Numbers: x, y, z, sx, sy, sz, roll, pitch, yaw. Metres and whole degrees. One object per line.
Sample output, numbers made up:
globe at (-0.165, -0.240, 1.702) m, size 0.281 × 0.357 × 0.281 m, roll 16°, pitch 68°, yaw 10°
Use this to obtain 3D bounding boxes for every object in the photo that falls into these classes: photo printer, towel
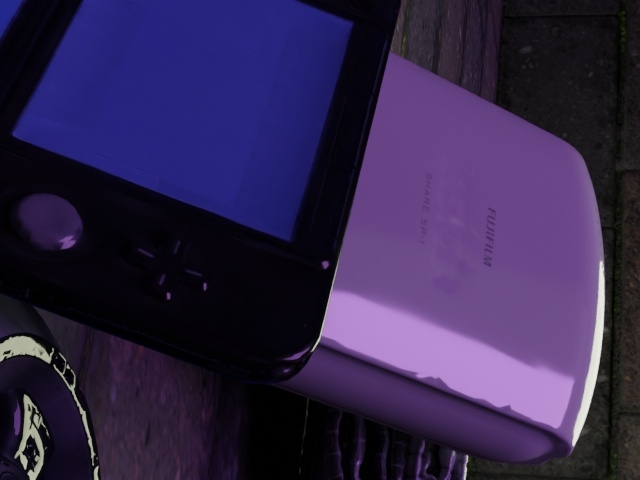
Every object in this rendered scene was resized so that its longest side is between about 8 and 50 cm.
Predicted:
photo printer at (0.074, 0.011, 1.004) m, size 0.107 × 0.307 × 0.256 m, roll -29°, pitch -135°, yaw 50°
towel at (0.053, 0.113, 1.180) m, size 0.235 × 0.121 × 0.284 m, roll 103°, pitch -5°, yaw -67°

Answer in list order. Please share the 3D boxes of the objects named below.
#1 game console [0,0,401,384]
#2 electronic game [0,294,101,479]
game console at (-0.075, -0.127, 0.597) m, size 0.293 × 0.250 × 0.173 m, roll -75°, pitch -172°, yaw -46°
electronic game at (-0.142, 0.130, 0.569) m, size 0.229 × 0.048 × 0.229 m, roll 1°, pitch 90°, yaw -78°
